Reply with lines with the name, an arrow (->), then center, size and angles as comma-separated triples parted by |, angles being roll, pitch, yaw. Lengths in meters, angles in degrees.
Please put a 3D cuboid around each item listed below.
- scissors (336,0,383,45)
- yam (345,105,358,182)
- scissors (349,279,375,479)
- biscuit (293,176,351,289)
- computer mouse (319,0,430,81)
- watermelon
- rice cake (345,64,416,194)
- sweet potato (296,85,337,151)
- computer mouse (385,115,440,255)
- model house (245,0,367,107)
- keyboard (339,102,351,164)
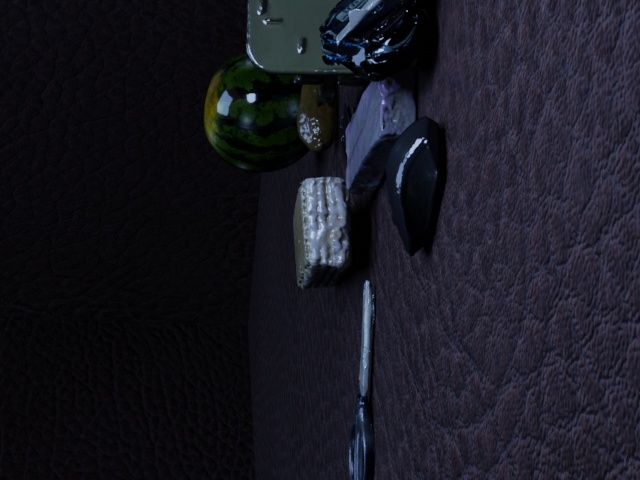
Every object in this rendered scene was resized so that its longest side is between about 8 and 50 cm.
scissors -> 0.081, -0.295, 1.327 | 0.212, 0.021, 0.110 | -42, 35, 31
yam -> 0.054, -0.145, 1.852 | 0.033, 0.027, 0.130 | -28, -51, -51
scissors -> 0.063, 0.207, 1.683 | 0.109, 0.022, 0.300 | 170, 104, -79
biscuit -> 0.000, 0.000, 1.899 | 0.426, 0.078, 0.144 | 105, 162, -82
computer mouse -> 0.069, -0.251, 1.437 | 0.077, 0.146, 0.242 | 49, -179, -28
watermelon -> -0.114, -0.264, 2.389 | 0.269, 0.268, 0.269 | -177, 90, -83
rice cake -> 0.077, -0.147, 1.585 | 0.298, 0.050, 0.106 | 121, 150, -76
sweet potato -> 0.000, -0.287, 2.210 | 0.075, 0.075, 0.273 | 111, 165, -68
computer mouse -> 0.100, -0.060, 1.332 | 0.099, 0.057, 0.172 | -97, 9, -60
model house -> -0.007, -0.325, 1.841 | 0.279, 0.204, 0.219 | 90, -178, -81
keyboard -> 0.048, -0.166, 1.983 | 0.198, 0.010, 0.064 | -101, 17, -61
